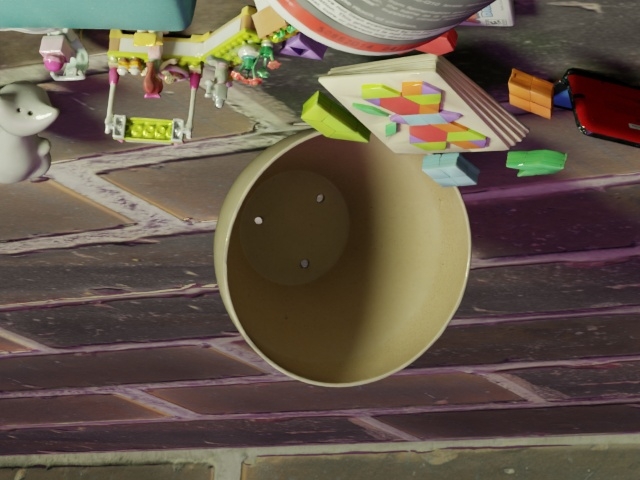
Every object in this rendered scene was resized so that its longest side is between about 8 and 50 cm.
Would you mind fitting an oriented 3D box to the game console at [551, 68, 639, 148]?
[{"bbox_3d":[0.296,-0.114,1.929,0.144,0.124,0.085,11,135,-19],"label":"game console"}]

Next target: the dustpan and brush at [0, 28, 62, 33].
[{"bbox_3d":[-0.332,-0.209,1.791,0.211,0.147,0.060,-10,-140,-45],"label":"dustpan and brush"}]

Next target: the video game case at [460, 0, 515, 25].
[{"bbox_3d":[0.096,-0.230,1.716,0.143,0.019,0.157,2,163,11],"label":"video game case"}]

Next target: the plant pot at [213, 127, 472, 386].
[{"bbox_3d":[0.000,0.000,2.135,0.284,0.284,0.191,13,-173,-22],"label":"plant pot"}]

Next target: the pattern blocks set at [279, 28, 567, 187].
[{"bbox_3d":[0.101,-0.131,1.900,0.325,0.026,0.285,28,155,-36],"label":"pattern blocks set"}]

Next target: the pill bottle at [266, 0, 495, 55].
[{"bbox_3d":[0.100,-0.270,1.264,0.210,0.210,0.363,13,161,-24],"label":"pill bottle"}]

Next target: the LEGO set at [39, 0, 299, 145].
[{"bbox_3d":[-0.126,-0.159,1.860,0.287,0.107,0.132,-3,161,25],"label":"LEGO set"}]

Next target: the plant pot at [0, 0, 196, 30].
[{"bbox_3d":[-0.181,-0.289,1.380,0.165,0.166,0.234,2,148,10],"label":"plant pot"}]

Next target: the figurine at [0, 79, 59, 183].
[{"bbox_3d":[-0.380,-0.130,2.025,0.215,0.092,0.209,8,168,-12],"label":"figurine"}]
